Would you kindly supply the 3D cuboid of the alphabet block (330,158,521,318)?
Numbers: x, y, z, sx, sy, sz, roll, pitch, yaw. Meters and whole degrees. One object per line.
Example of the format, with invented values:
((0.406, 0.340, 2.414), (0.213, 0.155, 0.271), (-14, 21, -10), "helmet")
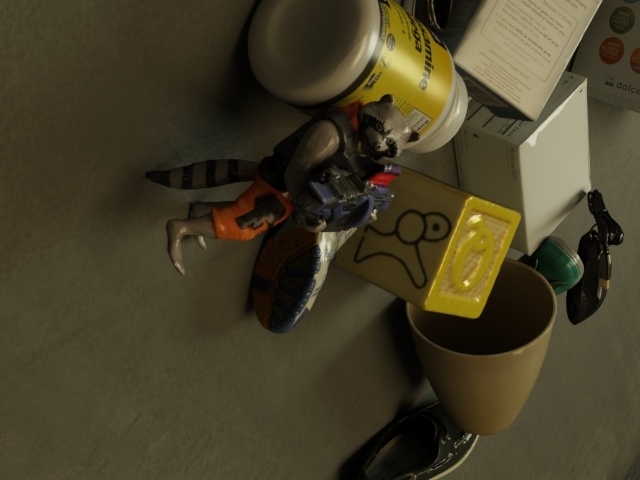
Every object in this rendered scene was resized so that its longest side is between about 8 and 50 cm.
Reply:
((0.164, -0.004, 1.886), (0.193, 0.197, 0.192), (10, 104, -55), "alphabet block")

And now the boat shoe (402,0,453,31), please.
((0.178, -0.414, 1.746), (0.080, 0.076, 0.228), (-11, 120, -49), "boat shoe")

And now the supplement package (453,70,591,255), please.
((0.355, -0.147, 2.088), (0.204, 0.145, 0.261), (-44, 140, -27), "supplement package")

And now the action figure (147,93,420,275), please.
((-0.041, -0.079, 1.450), (0.330, 0.178, 0.341), (-27, 174, 7), "action figure")

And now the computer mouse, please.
((0.500, 0.056, 2.140), (0.184, 0.060, 0.262), (-91, -174, -63), "computer mouse")

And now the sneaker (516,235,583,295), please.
((0.377, 0.087, 2.200), (0.121, 0.108, 0.302), (-41, 176, -22), "sneaker")

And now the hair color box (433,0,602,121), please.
((0.329, -0.394, 1.861), (0.185, 0.113, 0.374), (31, 86, -26), "hair color box")

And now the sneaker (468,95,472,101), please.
((0.229, -0.247, 1.950), (0.152, 0.054, 0.061), (-31, 142, -29), "sneaker")

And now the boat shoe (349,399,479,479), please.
((0.183, 0.373, 2.217), (0.340, 0.127, 0.113), (-29, 145, -27), "boat shoe")

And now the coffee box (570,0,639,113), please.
((0.725, -0.381, 2.249), (0.338, 0.338, 0.334), (0, 111, -52), "coffee box")

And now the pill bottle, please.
((0.066, -0.230, 1.623), (0.334, 0.188, 0.188), (22, 94, -56), "pill bottle")

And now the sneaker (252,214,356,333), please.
((0.000, 0.000, 1.752), (0.131, 0.112, 0.296), (7, 106, -54), "sneaker")

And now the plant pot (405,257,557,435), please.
((0.286, 0.209, 2.134), (0.256, 0.256, 0.274), (-39, 140, -31), "plant pot")
